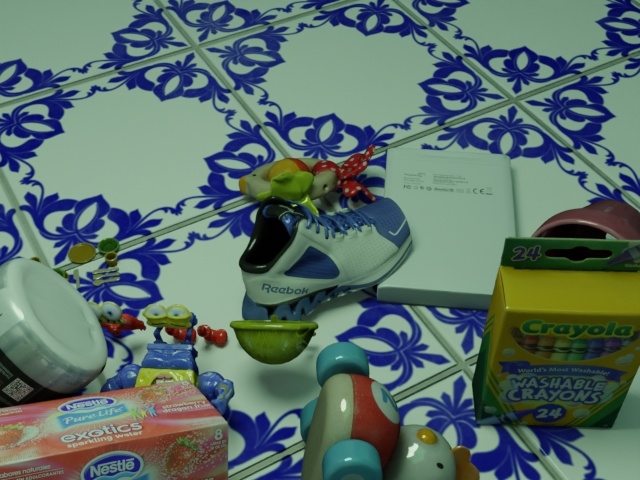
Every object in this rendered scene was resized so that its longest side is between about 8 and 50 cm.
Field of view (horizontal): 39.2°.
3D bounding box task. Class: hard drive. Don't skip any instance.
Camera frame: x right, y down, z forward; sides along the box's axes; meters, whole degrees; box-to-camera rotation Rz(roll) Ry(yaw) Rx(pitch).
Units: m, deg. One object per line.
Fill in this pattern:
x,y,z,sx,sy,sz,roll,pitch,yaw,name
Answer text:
0.225,-0.028,1.581,0.232,0.047,0.353,4,45,4,hard drive

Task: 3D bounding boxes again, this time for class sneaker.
-0.001,0.001,1.425,0.315,0.182,0.127,-30,42,-18,sneaker

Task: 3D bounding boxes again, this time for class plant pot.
0.446,0.025,1.447,0.201,0.201,0.180,25,34,21,plant pot

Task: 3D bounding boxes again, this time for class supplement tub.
-0.457,0.185,1.190,0.316,0.193,0.194,-38,50,8,supplement tub

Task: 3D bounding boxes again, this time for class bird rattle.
-0.029,-0.113,1.613,0.206,0.143,0.253,19,43,39,bird rattle

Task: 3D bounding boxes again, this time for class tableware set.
-0.417,0.037,1.523,0.154,0.024,0.104,-9,46,-9,tableware set

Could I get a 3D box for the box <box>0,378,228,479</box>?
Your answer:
-0.276,0.280,1.098,0.299,0.142,0.154,-5,16,-26,box

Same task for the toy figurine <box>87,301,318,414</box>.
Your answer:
-0.186,0.218,1.308,0.362,0.191,0.217,2,74,5,toy figurine

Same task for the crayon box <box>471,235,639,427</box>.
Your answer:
0.330,0.136,1.228,0.203,0.323,0.083,1,46,1,crayon box

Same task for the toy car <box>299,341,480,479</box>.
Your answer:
0.102,0.280,1.188,0.237,0.210,0.219,9,33,-10,toy car
